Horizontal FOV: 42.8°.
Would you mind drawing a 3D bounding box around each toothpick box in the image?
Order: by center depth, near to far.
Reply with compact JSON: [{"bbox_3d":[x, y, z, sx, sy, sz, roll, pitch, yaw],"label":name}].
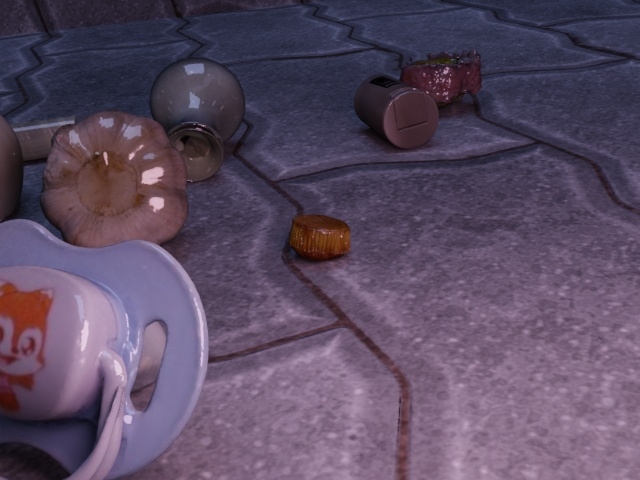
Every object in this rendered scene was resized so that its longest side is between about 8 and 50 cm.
[{"bbox_3d":[0.140,-0.246,1.544,0.111,0.111,0.181,-10,23,-13],"label":"toothpick box"}]

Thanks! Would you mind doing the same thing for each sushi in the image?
[{"bbox_3d":[0.229,-0.338,1.736,0.161,0.107,0.241,-19,20,-30],"label":"sushi"}]

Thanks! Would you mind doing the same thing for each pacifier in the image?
[{"bbox_3d":[-0.224,0.113,0.767,0.299,0.244,0.233,10,-3,20],"label":"pacifier"}]

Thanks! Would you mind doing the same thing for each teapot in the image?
[{"bbox_3d":[-0.226,-0.215,1.490,0.183,0.183,0.251,-6,37,-2],"label":"teapot"},{"bbox_3d":[-0.579,-0.200,1.612,0.200,0.077,0.107,-10,21,-12],"label":"teapot"}]

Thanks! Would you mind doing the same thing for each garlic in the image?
[{"bbox_3d":[-0.290,-0.072,1.178,0.218,0.219,0.212,-7,-5,-4],"label":"garlic"}]

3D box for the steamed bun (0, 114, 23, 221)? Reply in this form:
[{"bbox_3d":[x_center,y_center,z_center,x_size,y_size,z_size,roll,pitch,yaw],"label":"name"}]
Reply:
[{"bbox_3d":[-0.641,-0.123,1.299,0.324,0.206,0.324,-4,23,2],"label":"steamed bun"}]

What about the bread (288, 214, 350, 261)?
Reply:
[{"bbox_3d":[0.000,0.000,1.094,0.085,0.053,0.085,6,17,-2],"label":"bread"}]
